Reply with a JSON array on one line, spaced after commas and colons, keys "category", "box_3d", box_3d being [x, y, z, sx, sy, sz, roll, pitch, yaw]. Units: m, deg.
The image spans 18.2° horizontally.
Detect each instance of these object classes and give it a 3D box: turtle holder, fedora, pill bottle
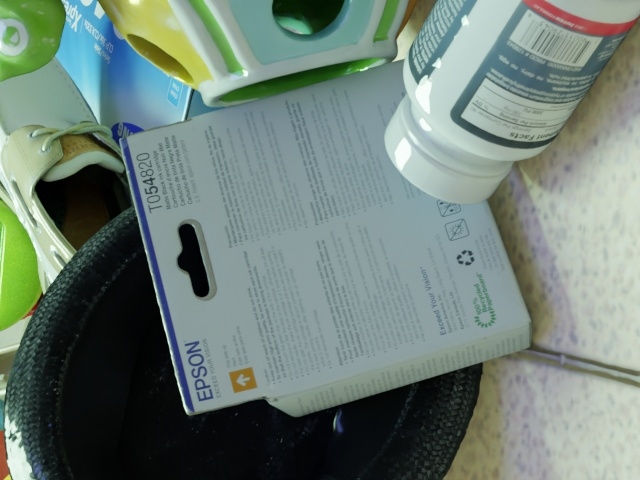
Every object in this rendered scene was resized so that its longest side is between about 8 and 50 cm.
[{"category": "turtle holder", "box_3d": [-0.067, -0.210, 1.333, 0.243, 0.320, 0.227, -16, 87, 55]}, {"category": "fedora", "box_3d": [-0.046, 0.116, 1.352, 0.152, 0.334, 0.334, 82, 173, -60]}, {"category": "pill bottle", "box_3d": [0.113, -0.112, 1.215, 0.180, 0.108, 0.108, -58, 41, 38]}]

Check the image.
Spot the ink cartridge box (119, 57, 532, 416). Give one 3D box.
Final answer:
[{"category": "ink cartridge box", "box_3d": [0.000, 0.000, 1.298, 0.045, 0.224, 0.223, 79, 176, -60]}]

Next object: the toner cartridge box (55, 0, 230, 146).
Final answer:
[{"category": "toner cartridge box", "box_3d": [-0.152, -0.163, 1.696, 0.348, 0.075, 0.165, 43, 124, 52]}]

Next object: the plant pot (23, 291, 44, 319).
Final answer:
[{"category": "plant pot", "box_3d": [-0.295, -0.042, 1.815, 0.191, 0.191, 0.174, -44, 47, 48]}]

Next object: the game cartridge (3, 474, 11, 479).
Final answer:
[{"category": "game cartridge", "box_3d": [-0.164, 0.258, 1.541, 0.324, 0.053, 0.285, -43, 43, 8]}]

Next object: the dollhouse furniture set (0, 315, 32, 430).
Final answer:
[{"category": "dollhouse furniture set", "box_3d": [-0.178, 0.139, 1.505, 0.184, 0.129, 0.129, -14, 53, 32]}]

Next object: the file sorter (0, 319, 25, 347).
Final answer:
[{"category": "file sorter", "box_3d": [-0.405, 0.134, 1.977, 0.173, 0.193, 0.277, -27, 64, 58]}]

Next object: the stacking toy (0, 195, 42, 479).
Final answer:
[{"category": "stacking toy", "box_3d": [-0.286, 0.084, 1.731, 0.279, 0.309, 0.130, -53, 16, 17]}]

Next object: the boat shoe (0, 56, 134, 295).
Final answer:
[{"category": "boat shoe", "box_3d": [-0.197, -0.051, 1.592, 0.302, 0.113, 0.103, 63, 148, 13]}]
